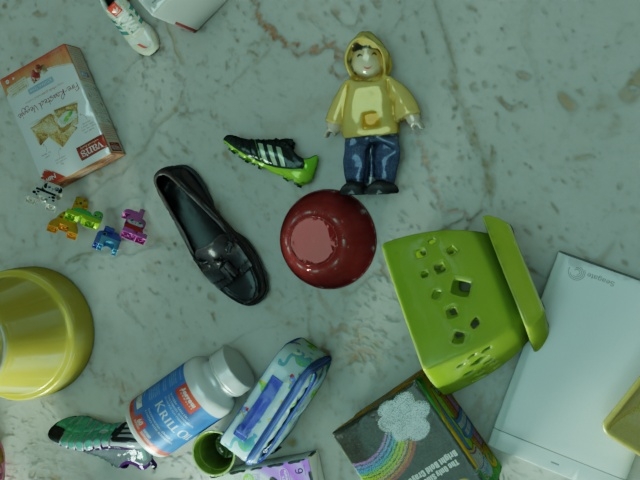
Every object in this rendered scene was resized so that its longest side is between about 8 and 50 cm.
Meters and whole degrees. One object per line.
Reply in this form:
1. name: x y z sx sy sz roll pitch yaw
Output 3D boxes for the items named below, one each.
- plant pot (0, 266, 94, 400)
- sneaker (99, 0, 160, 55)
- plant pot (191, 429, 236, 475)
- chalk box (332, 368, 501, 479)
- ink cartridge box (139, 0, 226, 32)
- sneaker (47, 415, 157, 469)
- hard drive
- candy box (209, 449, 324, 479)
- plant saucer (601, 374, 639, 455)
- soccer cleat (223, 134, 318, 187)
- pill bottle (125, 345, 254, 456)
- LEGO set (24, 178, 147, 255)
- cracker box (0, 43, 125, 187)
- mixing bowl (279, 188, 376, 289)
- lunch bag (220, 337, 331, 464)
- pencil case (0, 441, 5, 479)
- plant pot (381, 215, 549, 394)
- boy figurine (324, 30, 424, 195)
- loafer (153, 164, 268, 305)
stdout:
1. plant pot: -0.586 0.179 1.950 0.254 0.239 0.253 0 91 15
2. sneaker: -0.364 -0.409 1.951 0.057 0.075 0.161 -37 82 14
3. plant pot: -0.182 0.380 1.924 0.083 0.079 0.083 1 92 15
4. chalk box: 0.185 0.385 1.772 0.180 0.179 0.289 -35 84 13
5. ink cartridge box: -0.307 -0.516 1.869 0.114 0.197 0.273 -42 81 13
6. sneaker: -0.416 0.396 1.995 0.224 0.083 0.098 1 120 28
7. hard drive: 0.449 0.221 1.759 0.233 0.047 0.353 20 97 14
8. candy box: -0.086 0.482 1.905 0.196 0.070 0.164 -14 89 15
9. plant saucer: 0.665 0.243 1.638 0.333 0.081 0.332 32 110 0
10. soccer cleat: -0.088 -0.159 1.897 0.179 0.060 0.072 25 89 7
11. pill bottle: -0.234 0.287 1.913 0.221 0.124 0.124 -37 82 14
12. LEGO set: -0.436 -0.050 1.978 0.227 0.093 0.087 21 136 -12
13. cracker box: -0.490 -0.233 1.997 0.156 0.067 0.232 -26 85 15
14. mixing bowl: 0.000 0.000 1.852 0.182 0.098 0.181 1 92 17
15. lunch bag: -0.076 0.282 1.841 0.090 0.176 0.219 35 100 12
16. pencil case: -0.801 0.484 2.065 0.386 0.167 0.160 -28 52 15
17. plant pot: 0.244 0.098 1.706 0.207 0.227 0.228 -22 68 8
18. boy figurine: 0.093 -0.220 1.824 0.177 0.092 0.285 3 96 18
19. loafer: -0.210 -0.006 1.911 0.109 0.095 0.302 -37 82 14
